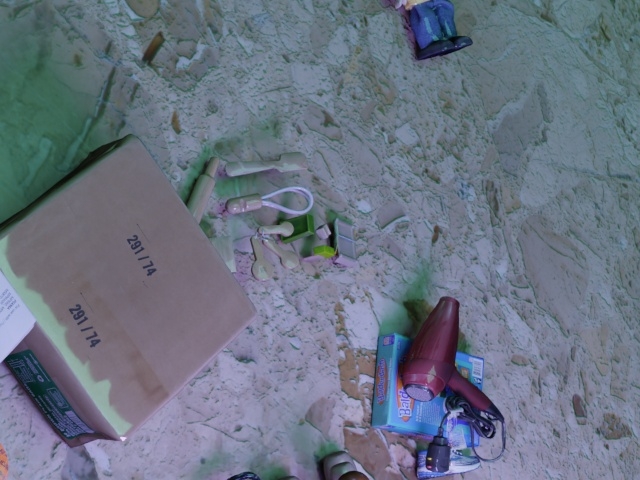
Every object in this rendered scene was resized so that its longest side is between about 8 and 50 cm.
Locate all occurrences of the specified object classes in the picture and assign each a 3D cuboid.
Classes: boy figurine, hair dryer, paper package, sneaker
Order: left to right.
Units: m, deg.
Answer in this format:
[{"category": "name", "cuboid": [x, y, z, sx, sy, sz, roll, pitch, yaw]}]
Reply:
[{"category": "paper package", "cuboid": [-0.303, 0.072, 1.643, 0.309, 0.168, 0.325, -42, 105, -35]}, {"category": "boy figurine", "cuboid": [0.199, -0.485, 2.213, 0.177, 0.092, 0.285, -15, 91, -36]}, {"category": "hair dryer", "cuboid": [0.218, 0.241, 2.008, 0.223, 0.080, 0.293, -2, 85, -53]}, {"category": "sneaker", "cuboid": [0.221, 0.374, 2.035, 0.135, 0.052, 0.058, 0, 74, -37]}]

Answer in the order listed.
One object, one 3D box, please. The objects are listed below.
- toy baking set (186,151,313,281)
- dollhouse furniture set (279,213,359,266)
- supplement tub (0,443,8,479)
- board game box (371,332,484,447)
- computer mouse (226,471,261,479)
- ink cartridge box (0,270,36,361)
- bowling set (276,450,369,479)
[{"category": "toy baking set", "cuboid": [-0.114, -0.046, 1.872, 0.197, 0.030, 0.256, 21, 65, -14]}, {"category": "dollhouse furniture set", "cuboid": [0.000, 0.000, 1.981, 0.151, 0.058, 0.076, 21, 57, -52]}, {"category": "supplement tub", "cuboid": [-0.461, 0.283, 1.454, 0.117, 0.190, 0.117, 11, 72, -35]}, {"category": "board game box", "cuboid": [0.187, 0.260, 2.039, 0.210, 0.047, 0.160, 19, 68, -33]}, {"category": "computer mouse", "cuboid": [-0.193, 0.389, 1.703, 0.242, 0.041, 0.071, -12, 52, -26]}, {"category": "ink cartridge box", "cuboid": [-0.506, 0.042, 1.435, 0.273, 0.197, 0.114, 59, 41, -26]}, {"category": "bowling set", "cuboid": [0.005, 0.428, 1.773, 0.287, 0.200, 0.154, -18, 91, -35]}]
